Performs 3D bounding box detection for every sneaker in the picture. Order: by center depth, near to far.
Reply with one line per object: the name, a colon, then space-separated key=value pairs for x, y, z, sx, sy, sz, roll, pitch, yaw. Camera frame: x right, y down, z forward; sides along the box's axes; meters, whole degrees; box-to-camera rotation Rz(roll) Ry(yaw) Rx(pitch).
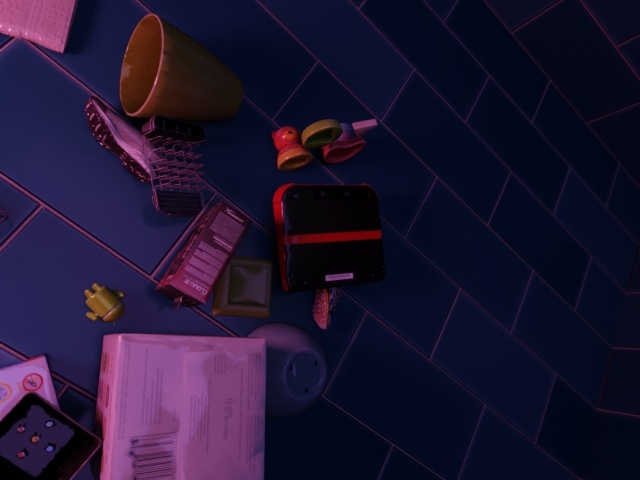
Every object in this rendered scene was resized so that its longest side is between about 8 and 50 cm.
sneaker: x=-0.549 y=-0.290 z=1.303 sx=0.271 sy=0.100 sz=0.108 roll=51 pitch=52 yaw=-19
sneaker: x=0.027 y=0.188 z=1.535 sx=0.083 sy=0.084 sz=0.214 roll=11 pitch=75 yaw=-32

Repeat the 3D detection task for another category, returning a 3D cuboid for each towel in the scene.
towel: x=-0.776 y=-0.670 z=1.266 sx=0.187 sy=0.049 sz=0.282 roll=12 pitch=76 yaw=-25

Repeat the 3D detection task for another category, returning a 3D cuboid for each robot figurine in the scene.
robot figurine: x=-0.568 y=0.167 z=1.216 sx=0.115 sy=0.067 sz=0.101 roll=50 pitch=54 yaw=-13

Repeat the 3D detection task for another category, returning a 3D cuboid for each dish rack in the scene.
dish rack: x=-0.404 y=-0.203 z=1.319 sx=0.208 sy=0.074 sz=0.271 roll=-6 pitch=86 yaw=-62

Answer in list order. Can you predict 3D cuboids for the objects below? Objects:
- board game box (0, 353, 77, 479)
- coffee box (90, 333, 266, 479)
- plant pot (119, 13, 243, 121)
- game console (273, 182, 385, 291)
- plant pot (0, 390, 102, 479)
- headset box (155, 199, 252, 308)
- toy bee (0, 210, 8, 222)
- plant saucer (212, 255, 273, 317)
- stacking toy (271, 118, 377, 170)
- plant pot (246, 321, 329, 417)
board game box: x=-0.756 y=0.456 z=1.048 sx=0.302 sy=0.086 sz=0.308 roll=-14 pitch=88 yaw=-31
coffee box: x=-0.354 y=0.403 z=1.137 sx=0.338 sy=0.334 sz=0.337 roll=7 pitch=76 yaw=-30
plant pot: x=-0.383 y=-0.457 z=1.343 sx=0.294 sy=0.275 sz=0.274 roll=8 pitch=77 yaw=-44
game console: x=0.038 y=-0.019 z=1.507 sx=0.387 sy=0.060 sz=0.342 roll=-4 pitch=88 yaw=-29
plant pot: x=-0.613 y=0.444 z=0.983 sx=0.187 sy=0.167 sz=0.188 roll=45 pitch=62 yaw=-15
headset box: x=-0.335 y=0.056 z=1.279 sx=0.110 sy=0.218 sz=0.293 roll=35 pitch=65 yaw=-19
toy bee: x=-0.909 y=-0.087 z=1.020 sx=0.195 sy=0.162 sz=0.298 roll=31 pitch=47 yaw=28
plant saucer: x=-0.229 y=0.140 z=1.422 sx=0.188 sy=0.045 sz=0.188 roll=8 pitch=77 yaw=-28
stacking toy: x=0.009 y=-0.360 z=1.522 sx=0.309 sy=0.279 sz=0.130 roll=-13 pitch=77 yaw=-29
plant pot: x=-0.088 y=0.388 z=1.368 sx=0.290 sy=0.195 sz=0.290 roll=6 pitch=79 yaw=-29
